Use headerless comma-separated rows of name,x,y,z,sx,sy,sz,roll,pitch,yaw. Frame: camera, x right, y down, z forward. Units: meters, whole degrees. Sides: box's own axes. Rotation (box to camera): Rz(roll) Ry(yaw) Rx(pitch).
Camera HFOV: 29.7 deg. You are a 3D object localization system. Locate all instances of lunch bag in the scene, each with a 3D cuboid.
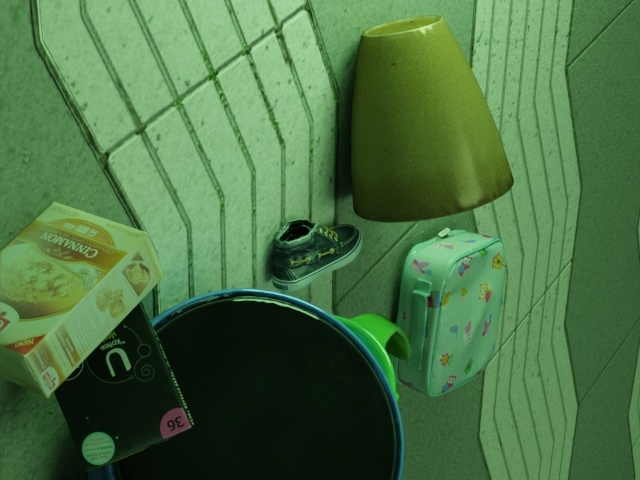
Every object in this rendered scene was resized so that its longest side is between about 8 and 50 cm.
lunch bag,0.216,0.119,2.085,0.224,0.108,0.279,-17,118,-48

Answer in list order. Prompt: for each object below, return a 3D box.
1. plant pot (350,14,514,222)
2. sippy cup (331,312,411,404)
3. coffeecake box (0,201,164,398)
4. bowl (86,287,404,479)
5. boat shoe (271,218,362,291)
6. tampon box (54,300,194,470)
plant pot,0.141,-0.184,1.727,0.237,0.237,0.254,-31,117,-47
sippy cup,0.002,0.258,1.737,0.224,0.305,0.240,76,-1,-56
coffeecake box,-0.278,0.056,1.246,0.185,0.142,0.068,-49,141,-32
bowl,-0.081,0.239,1.440,0.391,0.391,0.077,-52,178,-29
boat shoe,0.000,0.000,1.724,0.183,0.065,0.083,-34,134,-44
tampon box,-0.222,0.153,1.311,0.120,0.161,0.101,-23,174,-7
